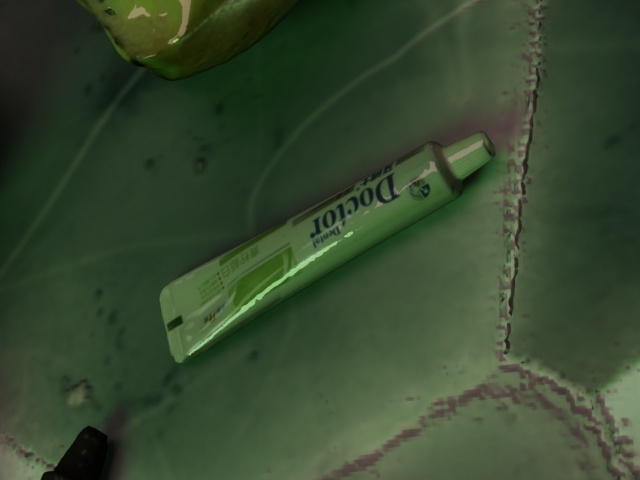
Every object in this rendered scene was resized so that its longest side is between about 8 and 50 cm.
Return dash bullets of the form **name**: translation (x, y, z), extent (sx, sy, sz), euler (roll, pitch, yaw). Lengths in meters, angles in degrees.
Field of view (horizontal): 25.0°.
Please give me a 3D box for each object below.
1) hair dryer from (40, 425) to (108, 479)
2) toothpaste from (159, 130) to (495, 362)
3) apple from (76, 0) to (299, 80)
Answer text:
- **hair dryer**: translation (-0.156, 0.194, 0.671), extent (0.070, 0.114, 0.248), euler (12, 65, 26)
- **toothpaste**: translation (0.000, 0.000, 0.717), extent (0.197, 0.029, 0.048), euler (-30, 54, 19)
- **apple**: translation (-0.068, -0.198, 0.807), extent (0.193, 0.120, 0.265), euler (-35, 55, -5)
